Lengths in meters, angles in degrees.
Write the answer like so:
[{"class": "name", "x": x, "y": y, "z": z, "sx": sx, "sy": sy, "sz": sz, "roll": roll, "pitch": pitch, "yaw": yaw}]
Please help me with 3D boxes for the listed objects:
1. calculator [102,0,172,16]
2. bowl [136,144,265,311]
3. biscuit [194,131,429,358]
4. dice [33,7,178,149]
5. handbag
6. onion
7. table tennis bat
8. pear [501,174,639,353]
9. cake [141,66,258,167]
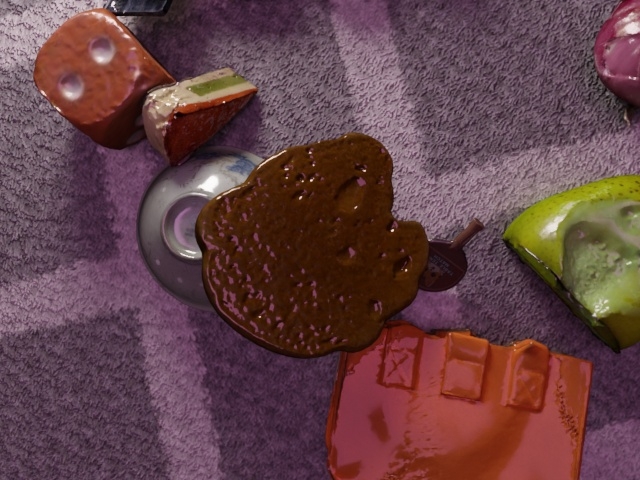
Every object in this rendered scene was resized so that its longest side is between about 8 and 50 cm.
[{"class": "calculator", "x": -0.281, "y": -0.502, "z": 0.968, "sx": 0.161, "sy": 0.021, "sz": 0.261, "roll": 15, "pitch": 79, "yaw": 30}, {"class": "bowl", "x": -0.197, "y": -0.023, "z": 0.957, "sx": 0.313, "sy": 0.146, "sz": 0.313, "roll": 0, "pitch": 89, "yaw": 5}, {"class": "biscuit", "x": 0.000, "y": 0.000, "z": 0.882, "sx": 0.359, "sy": 0.074, "sz": 0.381, "roll": 35, "pitch": 72, "yaw": -8}, {"class": "dice", "x": -0.365, "y": -0.273, "z": 0.956, "sx": 0.179, "sy": 0.174, "sz": 0.175, "roll": -40, "pitch": 88, "yaw": 3}, {"class": "handbag", "x": 0.221, "y": 0.296, "z": 0.941, "sx": 0.410, "sy": 0.116, "sz": 0.303, "roll": 9, "pitch": 88, "yaw": 4}, {"class": "onion", "x": 0.544, "y": -0.316, "z": 0.880, "sx": 0.207, "sy": 0.200, "sz": 0.200, "roll": -28, "pitch": 88, "yaw": 18}, {"class": "table tennis bat", "x": 0.222, "y": -0.001, "z": 0.988, "sx": 0.107, "sy": 0.119, "sz": 0.170, "roll": 33, "pitch": 122, "yaw": -11}, {"class": "pear", "x": 0.479, "y": 0.016, "z": 0.893, "sx": 0.293, "sy": 0.159, "sz": 0.292, "roll": 0, "pitch": 88, "yaw": 3}, {"class": "cake", "x": -0.207, "y": -0.238, "z": 0.937, "sx": 0.086, "sy": 0.116, "sz": 0.220, "roll": 40, "pitch": 74, "yaw": 10}]
